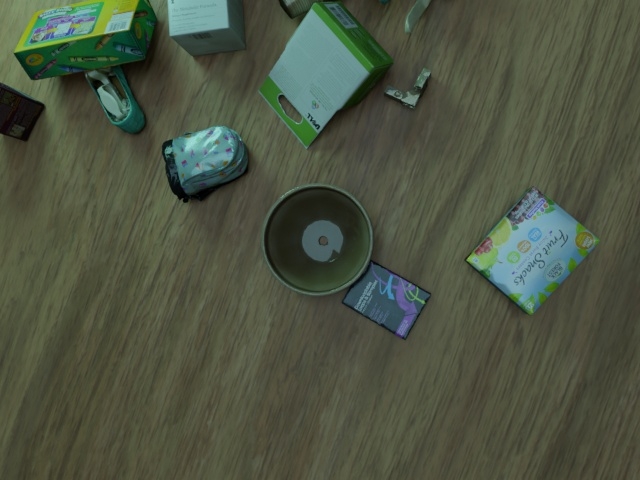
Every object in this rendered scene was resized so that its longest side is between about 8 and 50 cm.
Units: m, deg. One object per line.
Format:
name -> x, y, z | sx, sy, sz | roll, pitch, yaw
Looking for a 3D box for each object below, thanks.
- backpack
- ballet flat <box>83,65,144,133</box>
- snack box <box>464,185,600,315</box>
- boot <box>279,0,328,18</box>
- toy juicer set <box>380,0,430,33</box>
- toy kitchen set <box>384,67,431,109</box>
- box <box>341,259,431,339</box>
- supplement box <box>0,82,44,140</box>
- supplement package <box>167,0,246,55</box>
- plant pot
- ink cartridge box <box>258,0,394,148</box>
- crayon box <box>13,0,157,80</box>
backpack -> -0.251, -0.178, 1.327 | 0.182, 0.115, 0.152 | -16, 84, 5
ballet flat -> -0.491, -0.360, 1.382 | 0.083, 0.087, 0.247 | -33, 84, 7
snack box -> 0.434, 0.021, 1.240 | 0.174, 0.070, 0.207 | 43, 96, 8
boot -> -0.042, -0.649, 1.318 | 0.220, 0.109, 0.283 | -34, 73, -1
toy juicer set -> 0.146, -0.598, 1.267 | 0.089, 0.209, 0.329 | -18, 103, 44
toy kitchen set -> 0.189, -0.342, 1.288 | 0.075, 0.068, 0.083 | 27, 92, 8
box -> 0.142, 0.126, 1.302 | 0.162, 0.029, 0.116 | 29, 93, 10
supplement box -> -0.739, -0.306, 1.366 | 0.081, 0.188, 0.104 | 29, 93, 9
supplement package -> -0.256, -0.557, 1.328 | 0.139, 0.134, 0.244 | -6, 87, 8
plant pot -> 0.000, 0.000, 1.286 | 0.237, 0.110, 0.237 | 0, 88, 9
ink cartridge box -> 0.003, -0.360, 1.313 | 0.189, 0.097, 0.255 | 50, 130, 6
crayon box -> -0.527, -0.465, 1.354 | 0.278, 0.081, 0.165 | -8, 50, 9
